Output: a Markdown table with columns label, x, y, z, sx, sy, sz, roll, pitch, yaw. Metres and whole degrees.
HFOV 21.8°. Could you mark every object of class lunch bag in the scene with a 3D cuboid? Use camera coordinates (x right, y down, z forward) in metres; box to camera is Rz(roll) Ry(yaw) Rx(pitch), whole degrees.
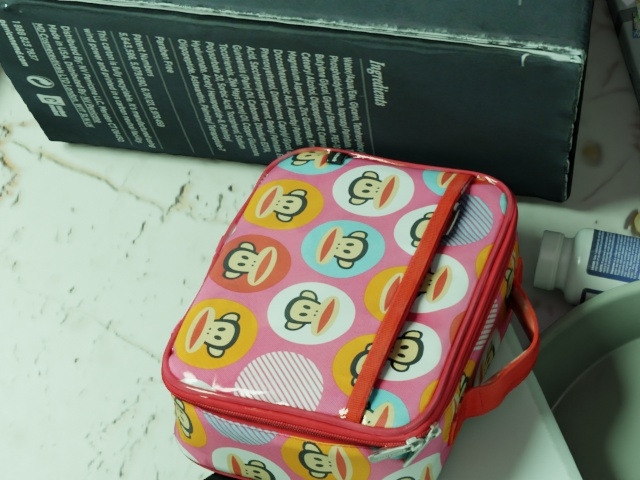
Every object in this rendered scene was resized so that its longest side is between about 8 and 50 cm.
| label | x | y | z | sx | sy | sz | roll | pitch | yaw |
| --- | --- | --- | --- | --- | --- | --- | --- | --- | --- |
| lunch bag | 0.039 | 0.065 | 1.285 | 0.258 | 0.120 | 0.293 | 11 | 47 | 17 |

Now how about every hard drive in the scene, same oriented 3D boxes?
| label | x | y | z | sx | sy | sz | roll | pitch | yaw |
| --- | --- | --- | --- | --- | --- | --- | --- | --- | --- |
| hard drive | 0.080 | 0.162 | 1.280 | 0.203 | 0.040 | 0.307 | -15 | 42 | -4 |

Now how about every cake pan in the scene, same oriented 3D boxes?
| label | x | y | z | sx | sy | sz | roll | pitch | yaw |
| --- | --- | --- | --- | --- | --- | --- | --- | --- | --- |
| cake pan | 0.246 | 0.166 | 1.264 | 0.293 | 0.054 | 0.293 | -25 | 46 | 29 |

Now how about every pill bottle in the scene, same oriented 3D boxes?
| label | x | y | z | sx | sy | sz | roll | pitch | yaw |
| --- | --- | --- | --- | --- | --- | --- | --- | --- | --- |
| pill bottle | 0.240 | 0.027 | 1.379 | 0.120 | 0.067 | 0.067 | 12 | 72 | 9 |

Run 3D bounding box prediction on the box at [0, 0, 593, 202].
| label | x | y | z | sx | sy | sz | roll | pitch | yaw |
| --- | --- | --- | --- | --- | --- | --- | --- | --- | --- |
| box | 0.009 | -0.324 | 1.398 | 0.472 | 0.297 | 0.480 | 7 | 70 | 9 |

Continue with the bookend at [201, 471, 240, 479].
| label | x | y | z | sx | sy | sz | roll | pitch | yaw |
| --- | --- | --- | --- | --- | --- | --- | --- | --- | --- |
| bookend | -0.026 | 0.242 | 1.279 | 0.157 | 0.156 | 0.072 | 39 | 121 | 16 |

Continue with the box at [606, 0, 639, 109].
| label | x | y | z | sx | sy | sz | roll | pitch | yaw |
| --- | --- | --- | --- | --- | --- | --- | --- | --- | --- |
| box | 0.341 | -0.168 | 1.453 | 0.145 | 0.038 | 0.186 | -14 | 70 | 1 |
